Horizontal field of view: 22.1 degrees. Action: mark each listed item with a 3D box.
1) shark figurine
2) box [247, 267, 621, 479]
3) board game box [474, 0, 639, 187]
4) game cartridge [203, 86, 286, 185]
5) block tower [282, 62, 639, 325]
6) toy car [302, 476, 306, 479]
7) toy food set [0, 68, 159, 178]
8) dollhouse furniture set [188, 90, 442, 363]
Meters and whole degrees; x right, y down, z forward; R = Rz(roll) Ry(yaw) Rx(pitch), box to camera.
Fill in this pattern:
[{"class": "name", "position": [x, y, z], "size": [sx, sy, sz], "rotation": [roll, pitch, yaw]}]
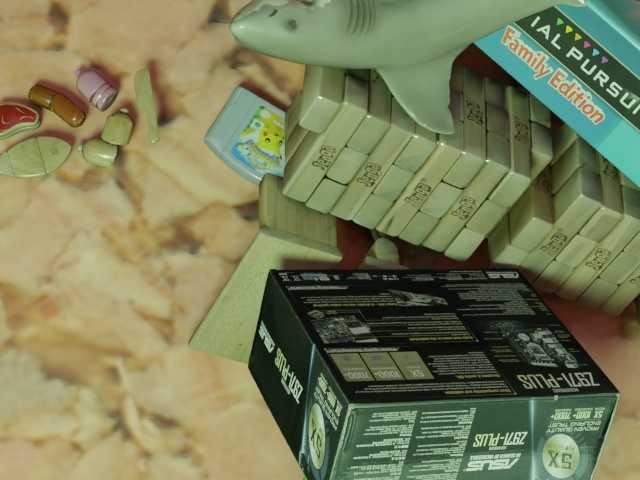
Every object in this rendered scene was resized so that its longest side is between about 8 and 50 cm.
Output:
[{"class": "shark figurine", "position": [0.093, -0.124, 0.982], "size": [0.278, 0.166, 0.116], "rotation": [-9, 97, 3]}, {"class": "box", "position": [0.066, 0.086, 1.003], "size": [0.180, 0.077, 0.147], "rotation": [0, 30, -24]}, {"class": "board game box", "position": [0.206, -0.162, 1.122], "size": [0.336, 0.079, 0.254], "rotation": [42, 34, 5]}, {"class": "game cartridge", "position": [-0.038, -0.067, 1.161], "size": [0.083, 0.017, 0.056], "rotation": [30, 75, 2]}, {"class": "block tower", "position": [0.132, -0.036, 1.088], "size": [0.336, 0.097, 0.091], "rotation": [21, 42, -17]}, {"class": "toy car", "position": [0.094, 0.165, 1.051], "size": [0.155, 0.149, 0.188], "rotation": [36, 59, 15]}, {"class": "toy food set", "position": [-0.176, -0.083, 1.145], "size": [0.122, 0.019, 0.077], "rotation": [-9, 74, -3]}, {"class": "dollhouse furniture set", "position": [0.000, 0.000, 1.133], "size": [0.144, 0.123, 0.151], "rotation": [17, 43, -19]}]
